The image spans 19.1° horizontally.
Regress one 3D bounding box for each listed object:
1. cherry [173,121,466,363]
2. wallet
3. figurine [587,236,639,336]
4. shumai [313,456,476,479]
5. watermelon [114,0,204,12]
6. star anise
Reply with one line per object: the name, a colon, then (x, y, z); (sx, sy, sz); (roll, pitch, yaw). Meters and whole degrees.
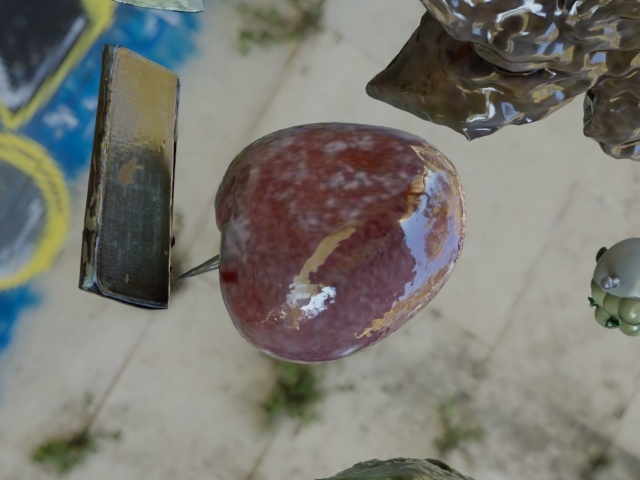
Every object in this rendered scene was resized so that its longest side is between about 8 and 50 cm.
cherry: (0.000, 0.000, 1.780); (0.285, 0.213, 0.236); (-18, -119, 7)
wallet: (-0.174, -0.055, 1.742); (0.031, 0.122, 0.232); (-3, -102, 28)
figurine: (0.366, 0.028, 2.070); (0.147, 0.093, 0.197); (19, -141, 41)
shumai: (-0.008, 0.317, 1.950); (0.292, 0.288, 0.330); (-63, -175, -14)
watermelon: (-0.186, -0.339, 1.632); (0.176, 0.256, 0.260); (-46, -155, 21)
star anise: (0.175, -0.128, 1.143); (0.315, 0.315, 0.108); (-40, -130, 42)
